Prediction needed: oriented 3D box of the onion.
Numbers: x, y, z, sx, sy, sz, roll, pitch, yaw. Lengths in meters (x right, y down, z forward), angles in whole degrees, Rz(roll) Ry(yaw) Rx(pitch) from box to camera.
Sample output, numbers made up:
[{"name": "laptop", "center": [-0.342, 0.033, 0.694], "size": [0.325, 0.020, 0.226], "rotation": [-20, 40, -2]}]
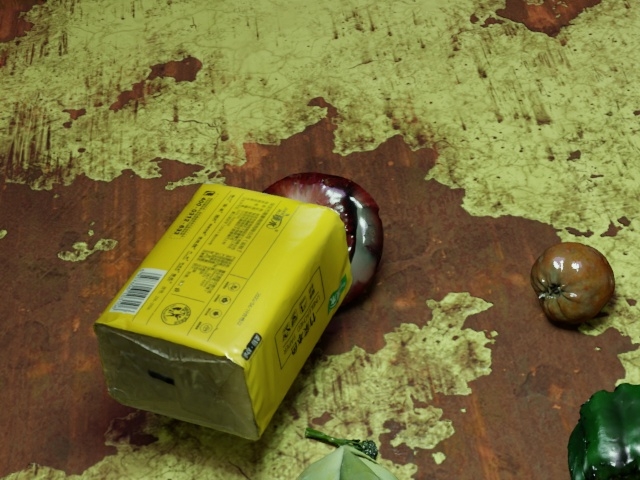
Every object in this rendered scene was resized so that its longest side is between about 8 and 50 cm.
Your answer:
[{"name": "onion", "center": [0.000, 0.000, 2.308], "size": [0.272, 0.195, 0.272], "rotation": [-1, 87, 16]}]

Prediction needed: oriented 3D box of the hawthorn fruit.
[{"name": "hawthorn fruit", "center": [0.460, 0.058, 2.165], "size": [0.149, 0.149, 0.189], "rotation": [24, 56, 33]}]

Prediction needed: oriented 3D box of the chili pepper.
[{"name": "chili pepper", "center": [0.475, 0.347, 1.831], "size": [0.174, 0.165, 0.261], "rotation": [1, 43, -4]}]

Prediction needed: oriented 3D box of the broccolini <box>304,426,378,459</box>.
[{"name": "broccolini", "center": [0.033, 0.334, 2.032], "size": [0.140, 0.035, 0.030], "rotation": [15, 44, 28]}]

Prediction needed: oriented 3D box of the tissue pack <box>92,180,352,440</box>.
[{"name": "tissue pack", "center": [-0.155, 0.110, 2.038], "size": [0.293, 0.228, 0.382], "rotation": [12, 46, 23]}]

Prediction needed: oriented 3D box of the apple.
[{"name": "apple", "center": [0.041, 0.425, 1.829], "size": [0.207, 0.174, 0.188], "rotation": [-14, 19, 6]}]
